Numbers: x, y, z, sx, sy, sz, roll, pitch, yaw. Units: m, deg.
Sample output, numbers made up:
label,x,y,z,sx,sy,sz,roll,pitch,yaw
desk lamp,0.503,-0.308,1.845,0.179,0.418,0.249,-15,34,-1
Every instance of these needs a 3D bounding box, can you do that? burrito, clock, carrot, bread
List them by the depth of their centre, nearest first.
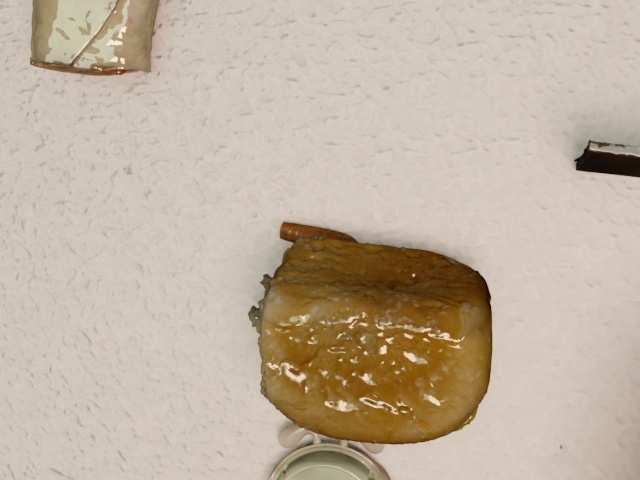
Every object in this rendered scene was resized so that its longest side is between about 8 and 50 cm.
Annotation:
label,x,y,z,sx,sy,sz,roll,pitch,yaw
bread,0.045,0.105,0.804,0.247,0.195,0.176,6,111,8
burrito,-0.236,-0.329,0.872,0.143,0.105,0.299,9,93,-2
clock,0.008,0.302,0.888,0.152,0.062,0.190,1,93,8
carrot,0.000,0.000,0.889,0.093,0.032,0.032,16,95,13

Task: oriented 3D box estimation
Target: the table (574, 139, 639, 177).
label,x,y,z,sx,sy,sz,roll,pitch,yaw
table,0.404,-0.173,0.731,0.282,0.196,0.250,8,94,14
